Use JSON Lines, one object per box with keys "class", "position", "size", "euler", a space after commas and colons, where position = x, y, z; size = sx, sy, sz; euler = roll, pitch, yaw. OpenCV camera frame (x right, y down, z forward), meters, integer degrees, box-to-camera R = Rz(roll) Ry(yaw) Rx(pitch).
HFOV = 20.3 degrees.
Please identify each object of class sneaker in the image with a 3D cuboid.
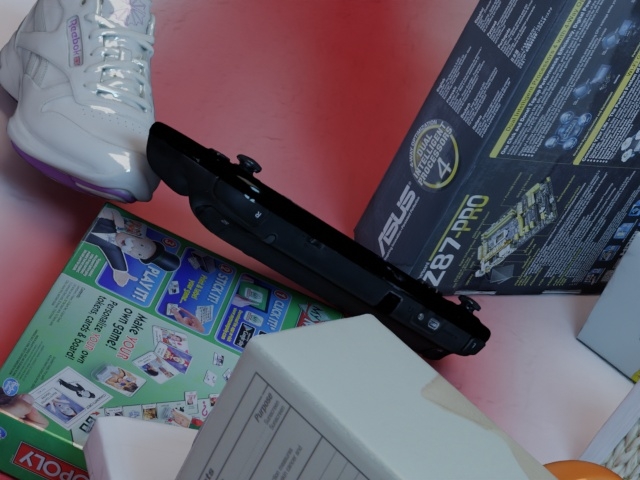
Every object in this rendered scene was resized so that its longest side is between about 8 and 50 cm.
{"class": "sneaker", "position": [-0.194, -0.141, 1.493], "size": [0.114, 0.152, 0.305], "euler": [20, 21, -33]}

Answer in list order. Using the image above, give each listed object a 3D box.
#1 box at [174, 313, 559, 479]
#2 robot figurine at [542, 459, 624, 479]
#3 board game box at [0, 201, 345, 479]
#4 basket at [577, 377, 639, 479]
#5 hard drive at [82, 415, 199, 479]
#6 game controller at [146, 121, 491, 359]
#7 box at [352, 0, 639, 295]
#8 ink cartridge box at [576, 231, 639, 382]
{"class": "box", "position": [0.068, 0.191, 0.986], "size": [0.311, 0.148, 0.121], "euler": [43, 29, 26]}
{"class": "robot figurine", "position": [0.189, 0.238, 1.217], "size": [0.128, 0.158, 0.219], "euler": [25, 22, -41]}
{"class": "board game box", "position": [-0.107, 0.097, 1.293], "size": [0.213, 0.046, 0.317], "euler": [26, 27, -3]}
{"class": "basket", "position": [0.306, 0.155, 1.425], "size": [0.113, 0.167, 0.103], "euler": [-1, 43, -42]}
{"class": "hard drive", "position": [-0.018, 0.228, 1.045], "size": [0.203, 0.040, 0.307], "euler": [14, 30, -25]}
{"class": "game controller", "position": [0.000, 0.000, 1.422], "size": [0.319, 0.067, 0.166], "euler": [32, 9, -39]}
{"class": "box", "position": [0.246, -0.123, 1.605], "size": [0.318, 0.395, 0.097], "euler": [-2, 41, -41]}
{"class": "ink cartridge box", "position": [0.353, 0.077, 1.637], "size": [0.176, 0.127, 0.128], "euler": [39, 30, 23]}
